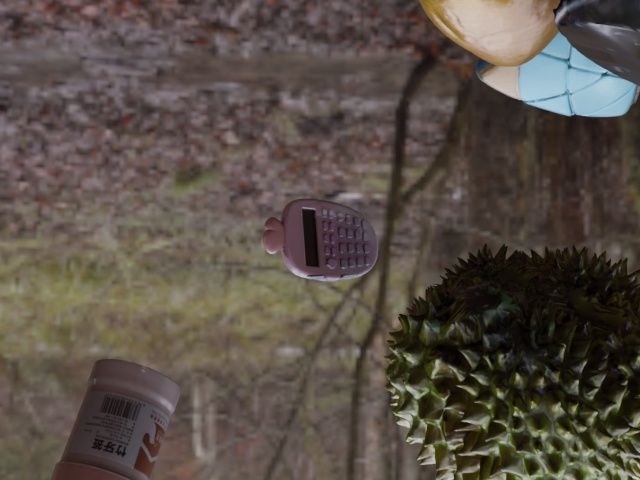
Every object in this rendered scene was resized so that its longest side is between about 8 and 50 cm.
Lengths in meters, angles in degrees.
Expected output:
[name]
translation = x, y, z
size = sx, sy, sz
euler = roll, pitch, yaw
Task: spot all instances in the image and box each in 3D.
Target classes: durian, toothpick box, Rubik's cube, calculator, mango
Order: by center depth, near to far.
[durian]
translation = 0.196, 0.135, 1.089
size = 0.291, 0.291, 0.224
euler = 3, 129, -13
[mango]
translation = 0.168, -0.244, 1.173
size = 0.147, 0.109, 0.227
euler = -3, 157, 12
[toothpick box]
translation = -0.212, 0.209, 1.238
size = 0.098, 0.149, 0.098
euler = 13, 154, 6
[calculator]
translation = 0.000, 0.000, 1.478
size = 0.166, 0.103, 0.024
euler = 6, 162, -31
[Rubik's cube]
translation = 0.337, -0.279, 1.676
size = 0.254, 0.254, 0.254
euler = 1, 173, 0

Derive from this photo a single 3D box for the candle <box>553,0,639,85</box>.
[candle]
translation = 0.350, -0.301, 1.047
size = 0.221, 0.342, 0.221
euler = 20, 176, 1
